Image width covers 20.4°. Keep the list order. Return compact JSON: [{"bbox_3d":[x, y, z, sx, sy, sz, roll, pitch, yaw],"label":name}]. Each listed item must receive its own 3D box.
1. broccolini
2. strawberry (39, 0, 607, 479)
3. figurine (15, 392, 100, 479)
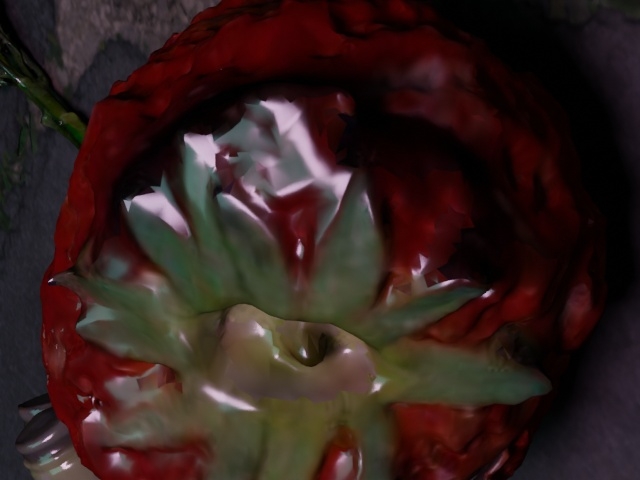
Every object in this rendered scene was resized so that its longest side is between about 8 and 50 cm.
[{"bbox_3d":[-0.199,-0.088,1.267,0.254,0.057,0.071,51,180,33],"label":"broccolini"},{"bbox_3d":[0.009,0.006,0.890,0.292,0.310,0.291,8,113,19],"label":"strawberry"},{"bbox_3d":[-0.126,0.286,1.178,0.248,0.203,0.380,-6,96,57],"label":"figurine"}]
